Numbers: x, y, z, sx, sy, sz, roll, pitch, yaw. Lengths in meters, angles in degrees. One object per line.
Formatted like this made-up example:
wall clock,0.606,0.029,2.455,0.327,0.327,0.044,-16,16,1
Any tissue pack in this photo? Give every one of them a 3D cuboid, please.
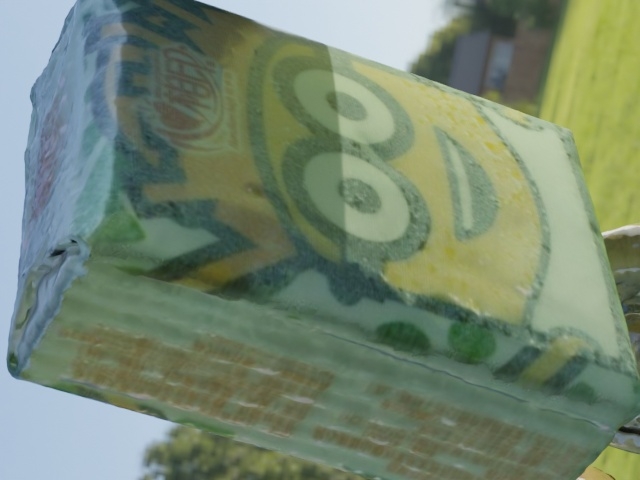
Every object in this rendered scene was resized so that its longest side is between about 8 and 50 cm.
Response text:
tissue pack,0.000,0.000,0.869,0.128,0.310,0.228,-58,25,35

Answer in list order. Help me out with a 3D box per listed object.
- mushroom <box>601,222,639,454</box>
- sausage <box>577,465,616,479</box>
mushroom,0.205,0.065,1.035,0.122,0.154,0.154,-32,-46,-69
sausage,0.239,0.288,1.438,0.253,0.123,0.123,-99,19,-80
